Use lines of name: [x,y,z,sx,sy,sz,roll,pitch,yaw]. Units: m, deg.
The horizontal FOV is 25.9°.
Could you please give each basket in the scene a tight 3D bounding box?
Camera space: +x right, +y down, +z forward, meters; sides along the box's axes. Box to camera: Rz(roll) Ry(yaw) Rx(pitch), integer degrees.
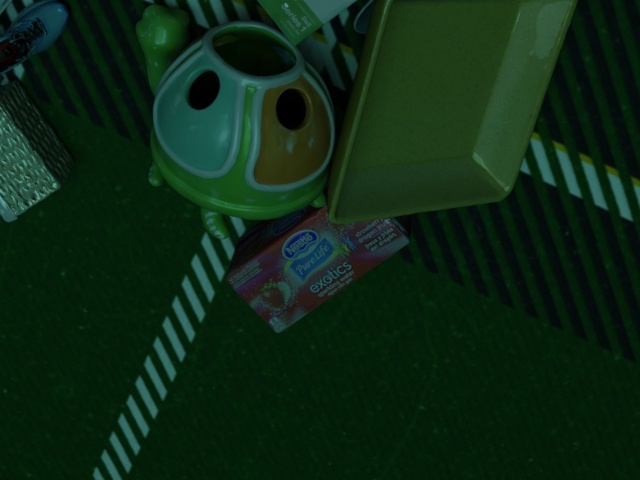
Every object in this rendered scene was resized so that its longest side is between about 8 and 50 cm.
basket: [-0.445,-0.132,1.996,0.103,0.113,0.167,-27,113,17]

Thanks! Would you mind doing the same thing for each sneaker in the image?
sneaker: [-0.408,-0.270,1.914,0.162,0.073,0.063,-41,117,-12]

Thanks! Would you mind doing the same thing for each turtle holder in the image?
turtle holder: [-0.109,-0.184,1.865,0.243,0.320,0.227,-4,135,-15]

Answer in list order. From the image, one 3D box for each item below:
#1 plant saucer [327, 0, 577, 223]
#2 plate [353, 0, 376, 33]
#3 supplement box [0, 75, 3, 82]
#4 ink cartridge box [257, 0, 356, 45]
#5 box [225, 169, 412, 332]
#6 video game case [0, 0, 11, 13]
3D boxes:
plant saucer: [0.156,-0.197,1.837,0.333,0.081,0.332,-8,126,-36]
plate: [0.121,-0.328,1.802,0.188,0.188,0.024,-32,80,21]
supplement box: [-0.564,-0.294,1.944,0.130,0.073,0.239,-20,115,14]
ink cartridge box: [0.034,-0.367,1.787,0.219,0.160,0.092,-32,108,22]
box: [0.000,0.000,2.009,0.257,0.128,0.122,-35,109,23]
video game case: [-0.504,-0.361,1.868,0.183,0.023,0.201,40,91,-25]
